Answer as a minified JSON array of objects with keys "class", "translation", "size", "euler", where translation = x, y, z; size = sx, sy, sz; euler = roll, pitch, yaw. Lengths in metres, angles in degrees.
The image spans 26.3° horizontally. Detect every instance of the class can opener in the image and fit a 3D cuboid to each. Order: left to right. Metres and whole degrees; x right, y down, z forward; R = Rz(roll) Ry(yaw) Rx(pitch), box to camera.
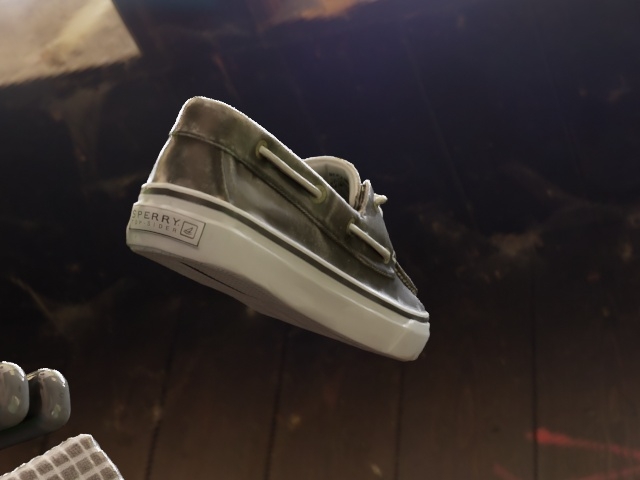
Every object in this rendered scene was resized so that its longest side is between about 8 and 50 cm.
[{"class":"can opener","translation":[-0.298,0.129,1.001],"size":[0.280,0.074,0.093],"euler":[-17,-110,36]}]

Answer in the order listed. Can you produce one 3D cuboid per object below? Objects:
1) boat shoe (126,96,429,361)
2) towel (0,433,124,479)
[{"class":"boat shoe","translation":[0.000,0.000,0.946],"size":[0.121,0.335,0.119],"euler":[16,-98,29]},{"class":"towel","translation":[-0.246,0.319,1.210],"size":[0.235,0.121,0.284],"euler":[38,-137,26]}]
